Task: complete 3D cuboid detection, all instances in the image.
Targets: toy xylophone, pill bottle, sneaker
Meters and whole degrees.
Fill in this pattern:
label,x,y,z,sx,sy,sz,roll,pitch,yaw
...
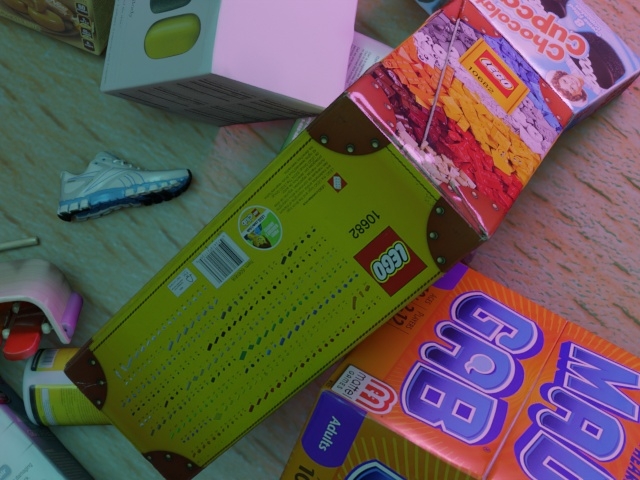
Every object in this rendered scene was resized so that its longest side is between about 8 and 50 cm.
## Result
label,x,y,z,sx,sy,sz,roll,pitch,yaw
toy xylophone,-0.469,0.084,1.734,0.322,0.236,0.081,-5,114,9
pill bottle,-0.287,0.190,1.729,0.184,0.103,0.103,-2,83,8
sneaker,-0.268,-0.085,1.781,0.190,0.071,0.083,-11,76,6

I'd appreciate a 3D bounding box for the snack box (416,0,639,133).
label,x,y,z,sx,sy,sz,roll,pitch,yaw
snack box,0.246,-0.288,1.681,0.322,0.060,0.187,48,48,10

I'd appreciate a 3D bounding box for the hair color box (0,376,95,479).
label,x,y,z,sx,sy,sz,roll,pitch,yaw
hair color box,-0.403,0.344,1.722,0.185,0.113,0.374,-45,80,0

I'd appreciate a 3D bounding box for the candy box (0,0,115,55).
label,x,y,z,sx,sy,sz,roll,pitch,yaw
candy box,-0.360,-0.393,1.705,0.182,0.316,0.088,23,63,10

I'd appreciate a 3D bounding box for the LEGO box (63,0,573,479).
label,x,y,z,sx,sy,sz,roll,pitch,yaw
LEGO box,0.000,0.000,1.463,0.193,0.372,0.500,47,123,-2

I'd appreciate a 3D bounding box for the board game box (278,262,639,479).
label,x,y,z,sx,sy,sz,roll,pitch,yaw
board game box,0.159,0.297,1.456,0.356,0.356,0.356,29,121,11

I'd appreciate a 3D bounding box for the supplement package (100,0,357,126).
label,x,y,z,sx,sy,sz,roll,pitch,yaw
supplement package,-0.114,-0.266,1.653,0.262,0.198,0.199,1,80,52

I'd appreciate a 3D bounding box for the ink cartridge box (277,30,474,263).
label,x,y,z,sx,sy,sz,roll,pitch,yaw
ink cartridge box,0.113,-0.119,1.703,0.278,0.117,0.201,26,87,11
